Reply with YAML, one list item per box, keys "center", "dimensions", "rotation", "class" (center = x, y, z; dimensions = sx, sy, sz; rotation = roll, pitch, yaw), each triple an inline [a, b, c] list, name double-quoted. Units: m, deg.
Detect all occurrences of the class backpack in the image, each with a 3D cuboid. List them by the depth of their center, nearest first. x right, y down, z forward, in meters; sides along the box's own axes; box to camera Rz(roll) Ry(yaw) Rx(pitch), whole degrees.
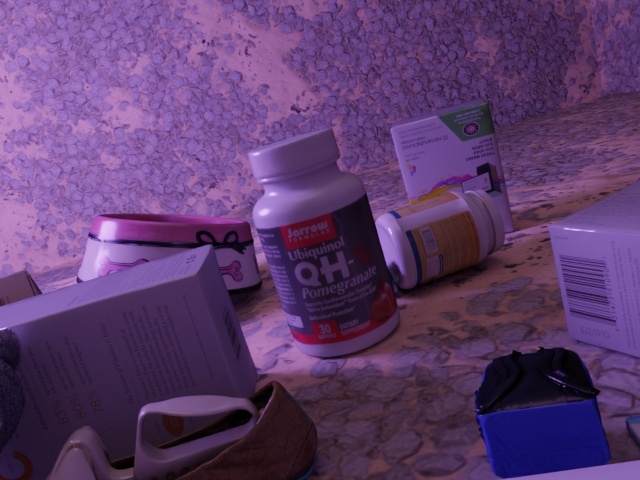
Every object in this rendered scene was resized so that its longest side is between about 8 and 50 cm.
- center: [0.185, 0.150, 0.470]
  dimensions: [0.098, 0.101, 0.120]
  rotation: [-10, 10, 19]
  class: "backpack"

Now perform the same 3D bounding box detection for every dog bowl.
- center: [-0.334, 0.021, 1.251]
  dimensions: [0.408, 0.150, 0.408]
  rotation: [3, 6, 0]
  class: "dog bowl"

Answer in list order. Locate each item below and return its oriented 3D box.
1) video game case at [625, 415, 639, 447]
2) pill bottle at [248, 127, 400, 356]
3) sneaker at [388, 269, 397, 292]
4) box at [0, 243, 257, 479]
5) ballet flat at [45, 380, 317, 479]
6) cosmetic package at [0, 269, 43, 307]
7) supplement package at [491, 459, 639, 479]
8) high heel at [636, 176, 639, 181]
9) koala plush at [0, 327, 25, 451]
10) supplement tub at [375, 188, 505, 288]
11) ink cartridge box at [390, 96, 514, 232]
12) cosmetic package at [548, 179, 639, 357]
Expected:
- center: [0.320, 0.172, 0.402]
  dimensions: [0.119, 0.015, 0.166]
  rotation: [-14, 13, 10]
  class: "video game case"
- center: [0.000, 0.000, 0.840]
  dimensions: [0.176, 0.318, 0.176]
  rotation: [-16, 14, 4]
  class: "pill bottle"
- center: [0.082, 0.075, 1.016]
  dimensions: [0.083, 0.071, 0.191]
  rotation: [-25, 6, -9]
  class: "sneaker"
- center: [-0.282, 0.167, 0.727]
  dimensions: [0.345, 0.215, 0.168]
  rotation: [-16, 13, -1]
  class: "box"
- center: [-0.171, 0.227, 0.538]
  dimensions: [0.342, 0.124, 0.116]
  rotation: [-19, 13, -9]
  class: "ballet flat"
- center: [-0.532, 0.174, 0.941]
  dimensions: [0.160, 0.113, 0.309]
  rotation: [-23, -14, -24]
  class: "cosmetic package"
- center: [0.128, 0.215, 0.171]
  dimensions: [0.204, 0.145, 0.262]
  rotation: [-13, 13, 12]
  class: "supplement package"
- center: [0.588, -0.066, 0.930]
  dimensions: [0.117, 0.082, 0.244]
  rotation: [-8, 25, -5]
  class: "high heel"
- center: [-0.380, 0.204, 0.550]
  dimensions: [0.221, 0.203, 0.196]
  rotation: [-55, 26, 2]
  class: "koala plush"
- center: [0.213, -0.006, 0.994]
  dimensions: [0.200, 0.144, 0.144]
  rotation: [-18, 13, -9]
  class: "supplement tub"
- center: [0.283, -0.139, 1.173]
  dimensions: [0.201, 0.278, 0.117]
  rotation: [-13, 16, 16]
  class: "ink cartridge box"
- center: [0.391, 0.026, 0.622]
  dimensions: [0.184, 0.151, 0.151]
  rotation: [-23, 15, -23]
  class: "cosmetic package"
